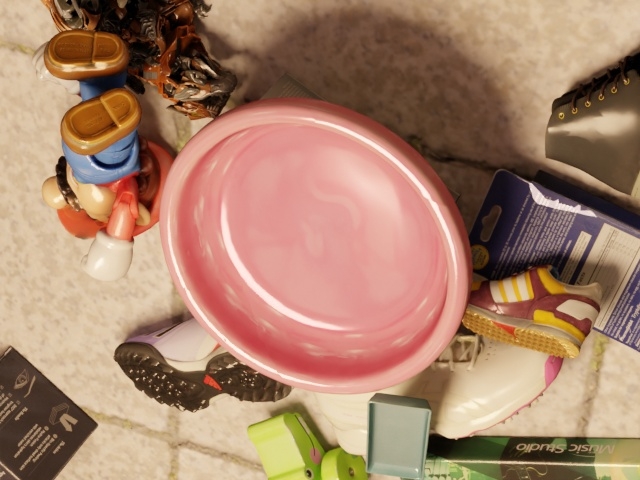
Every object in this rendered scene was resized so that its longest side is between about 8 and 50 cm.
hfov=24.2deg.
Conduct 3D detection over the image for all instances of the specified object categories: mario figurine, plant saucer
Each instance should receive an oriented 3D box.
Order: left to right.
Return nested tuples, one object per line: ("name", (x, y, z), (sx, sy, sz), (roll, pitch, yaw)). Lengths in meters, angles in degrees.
("mario figurine", (-0.254, -0.084, 1.587), (0.170, 0.198, 0.320), (20, 157, 6))
("plant saucer", (0.000, 0.000, 1.525), (0.332, 0.084, 0.332), (11, 122, 19))
("plant saucer", (0.083, 0.212, 1.611), (0.067, 0.018, 0.192), (7, 149, 5))

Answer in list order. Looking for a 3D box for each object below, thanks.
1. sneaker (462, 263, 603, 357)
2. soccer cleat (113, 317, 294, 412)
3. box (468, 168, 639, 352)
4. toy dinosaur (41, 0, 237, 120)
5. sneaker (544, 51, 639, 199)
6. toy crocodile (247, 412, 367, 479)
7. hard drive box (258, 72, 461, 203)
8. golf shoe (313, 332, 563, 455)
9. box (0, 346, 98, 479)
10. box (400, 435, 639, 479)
("sneaker", (0.209, 0.062, 1.552), (0.185, 0.084, 0.069), (17, 159, 42))
("soccer cleat", (-0.121, 0.127, 1.764), (0.318, 0.116, 0.108), (-9, 128, 48))
("box", (0.267, 0.016, 1.554), (0.225, 0.036, 0.136), (25, 126, 8))
("toy dinosaur", (-0.222, -0.253, 1.554), (0.322, 0.164, 0.218), (22, 145, -15))
("sneaker", (0.285, -0.146, 1.422), (0.118, 0.083, 0.222), (20, 126, 13))
("toy crocodile", (0.016, 0.357, 1.825), (0.115, 0.105, 0.340), (-18, 110, 31))
("hard drive box", (0.002, -0.035, 1.610), (0.232, 0.089, 0.181), (36, 127, 1))
("golf shoe", (0.115, 0.146, 1.640), (0.306, 0.115, 0.140), (-21, 120, 31))
("box", (-0.399, 0.251, 1.916), (0.158, 0.156, 0.093), (43, 127, -4))
("box", (0.264, 0.335, 1.731), (0.322, 0.058, 0.232), (-4, 117, 24))
